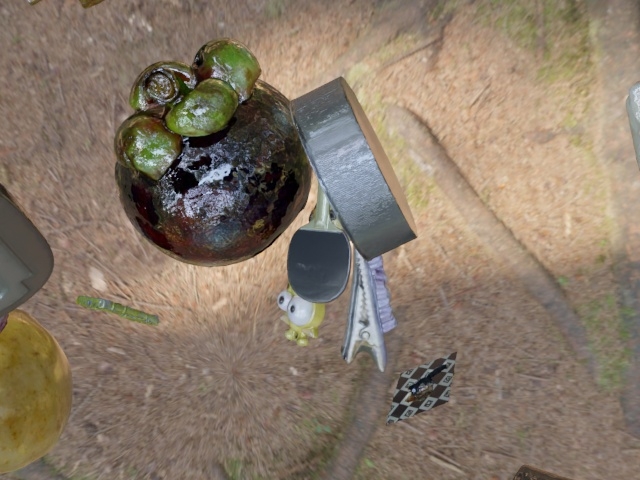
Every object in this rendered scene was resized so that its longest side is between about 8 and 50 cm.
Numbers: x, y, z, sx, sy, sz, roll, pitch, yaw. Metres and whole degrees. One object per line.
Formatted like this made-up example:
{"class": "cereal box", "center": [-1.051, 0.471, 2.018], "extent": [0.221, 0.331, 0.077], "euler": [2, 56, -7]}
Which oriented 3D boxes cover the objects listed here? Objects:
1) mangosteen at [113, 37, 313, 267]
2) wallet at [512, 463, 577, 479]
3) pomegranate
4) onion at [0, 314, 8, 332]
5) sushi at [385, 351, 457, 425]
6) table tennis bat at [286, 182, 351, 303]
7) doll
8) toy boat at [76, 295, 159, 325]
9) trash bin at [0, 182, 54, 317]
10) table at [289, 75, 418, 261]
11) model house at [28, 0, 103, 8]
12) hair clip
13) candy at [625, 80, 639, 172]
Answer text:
{"class": "mangosteen", "center": [-0.154, -0.111, 1.319], "extent": [0.311, 0.311, 0.311], "euler": [1, 82, -5]}
{"class": "wallet", "center": [0.339, 0.375, 1.149], "extent": [0.165, 0.309, 0.042], "euler": [-49, 123, -28]}
{"class": "pomegranate", "center": [-0.574, 0.256, 1.632], "extent": [0.307, 0.307, 0.307], "euler": [1, 82, -5]}
{"class": "onion", "center": [-0.559, 0.071, 1.313], "extent": [0.207, 0.216, 0.206], "euler": [0, 124, 24]}
{"class": "sushi", "center": [0.171, 0.247, 1.514], "extent": [0.120, 0.126, 0.026], "euler": [-26, 113, 30]}
{"class": "table tennis bat", "center": [0.000, 0.000, 1.153], "extent": [0.087, 0.013, 0.156], "euler": [7, 93, 26]}
{"class": "doll", "center": [-0.007, 0.046, 1.669], "extent": [0.086, 0.117, 0.291], "euler": [14, 99, -36]}
{"class": "toy boat", "center": [-0.290, 0.101, 1.345], "extent": [0.063, 0.115, 0.016], "euler": [5, 77, 36]}
{"class": "trash bin", "center": [-0.396, -0.051, 0.813], "extent": [0.219, 0.220, 0.250], "euler": [-30, 66, -11]}
{"class": "table", "center": [0.026, -0.053, 0.694], "extent": [0.043, 0.133, 0.133], "euler": [-25, 85, 10]}
{"class": "model house", "center": [-0.442, -0.509, 1.610], "extent": [0.199, 0.219, 0.229], "euler": [-31, 99, -15]}
{"class": "hair clip", "center": [0.060, 0.042, 1.303], "extent": [0.085, 0.106, 0.292], "euler": [-5, 110, 1]}
{"class": "candy", "center": [0.459, -0.029, 1.063], "extent": [0.135, 0.179, 0.320], "euler": [-16, 75, 32]}
